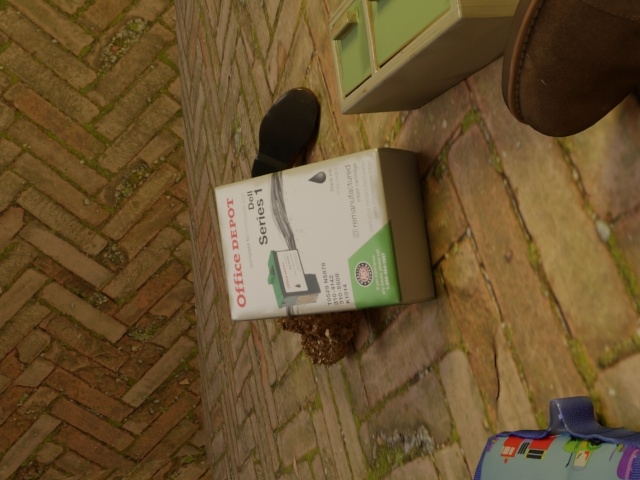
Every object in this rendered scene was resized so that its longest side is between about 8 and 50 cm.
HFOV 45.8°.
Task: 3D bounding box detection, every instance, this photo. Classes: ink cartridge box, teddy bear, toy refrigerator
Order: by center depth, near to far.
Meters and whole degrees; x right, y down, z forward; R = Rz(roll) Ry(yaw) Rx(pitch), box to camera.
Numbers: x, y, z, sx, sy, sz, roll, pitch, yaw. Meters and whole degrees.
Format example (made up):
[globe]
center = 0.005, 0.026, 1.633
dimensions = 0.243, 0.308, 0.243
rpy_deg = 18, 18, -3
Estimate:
[toy refrigerator]
center = 0.086, -0.191, 0.653
dimensions = 0.269, 0.094, 0.102
rpy_deg = 165, 98, -74
[ink cartridge box]
center = 0.000, 0.000, 0.823
dimensions = 0.219, 0.093, 0.160
rpy_deg = -11, 86, 33
[teddy bear]
center = -0.005, 0.063, 1.074
dimensions = 0.338, 0.113, 0.245
rpy_deg = 112, 155, -72

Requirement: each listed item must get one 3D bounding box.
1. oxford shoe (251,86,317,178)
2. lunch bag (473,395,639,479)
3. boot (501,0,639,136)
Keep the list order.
[oxford shoe]
center = -0.052, -0.168, 1.176
dimensions = 0.076, 0.076, 0.212
rpy_deg = -59, 1, -40
[lunch bag]
center = 0.173, 0.255, 0.514
dimensions = 0.221, 0.138, 0.293
rpy_deg = 133, 138, -72
[boot]
center = 0.186, -0.118, 0.351
dimensions = 0.115, 0.112, 0.305
rpy_deg = 66, 157, 17
